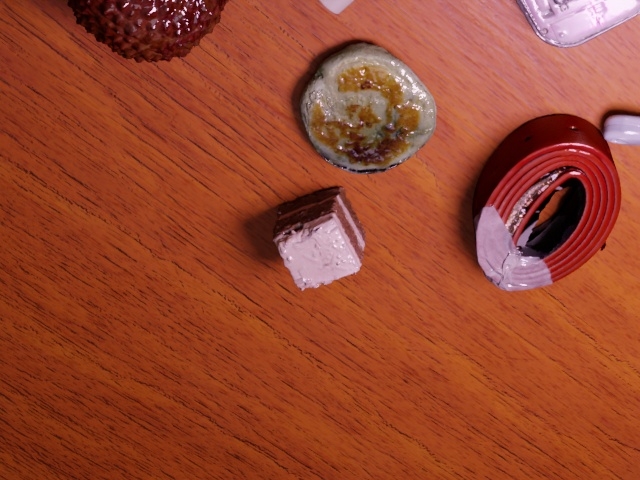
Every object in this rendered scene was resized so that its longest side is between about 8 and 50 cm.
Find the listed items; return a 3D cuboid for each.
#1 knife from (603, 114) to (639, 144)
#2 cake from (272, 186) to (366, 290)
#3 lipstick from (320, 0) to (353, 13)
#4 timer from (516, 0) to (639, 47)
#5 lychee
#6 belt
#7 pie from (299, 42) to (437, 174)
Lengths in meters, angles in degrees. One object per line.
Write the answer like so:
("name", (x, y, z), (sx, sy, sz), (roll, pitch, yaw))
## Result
("knife", (0.630, -0.165, 1.905), (0.331, 0.080, 0.044), (9, 81, 14))
("cake", (0.000, 0.000, 2.043), (0.135, 0.147, 0.134), (-21, 120, 14))
("lipstick", (0.097, -0.453, 1.784), (0.254, 0.070, 0.070), (-39, 114, 24))
("timer", (0.404, -0.404, 1.803), (0.208, 0.069, 0.191), (-27, 115, 20))
("lychee", (-0.256, -0.402, 1.727), (0.264, 0.264, 0.300), (25, 140, -13))
("belt", (0.382, -0.053, 2.006), (0.227, 0.115, 0.324), (20, 123, -8))
("pie", (0.081, -0.214, 1.954), (0.240, 0.054, 0.240), (3, 125, 4))
